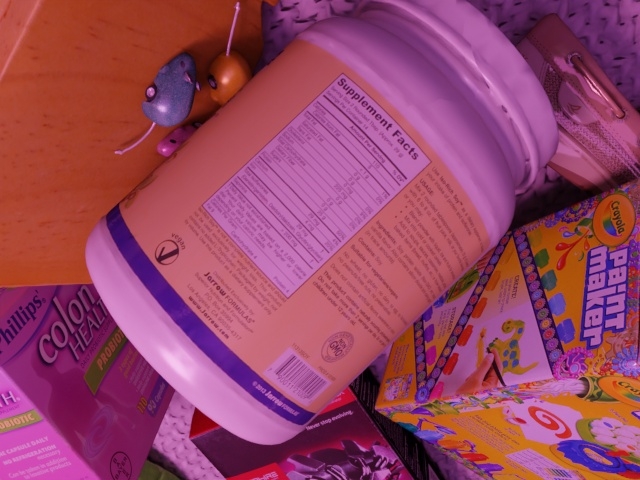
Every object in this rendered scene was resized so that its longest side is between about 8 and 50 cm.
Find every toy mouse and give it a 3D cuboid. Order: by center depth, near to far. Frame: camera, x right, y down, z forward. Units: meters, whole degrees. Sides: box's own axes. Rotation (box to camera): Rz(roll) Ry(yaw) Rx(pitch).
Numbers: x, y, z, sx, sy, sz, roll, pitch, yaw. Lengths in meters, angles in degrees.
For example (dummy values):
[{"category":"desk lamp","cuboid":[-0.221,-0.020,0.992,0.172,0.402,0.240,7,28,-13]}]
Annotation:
[{"category":"toy mouse","cuboid":[-0.113,-0.106,0.536,0.031,0.143,0.161,37,147,20]}]

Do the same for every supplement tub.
[{"category":"supplement tub","cuboid":[0.004,-0.027,0.513,0.331,0.241,0.241,-44,109,-2]}]

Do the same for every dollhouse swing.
[{"category":"dollhouse swing","cuboid":[-0.284,-0.186,0.518,0.305,0.315,0.347,36,101,20]}]

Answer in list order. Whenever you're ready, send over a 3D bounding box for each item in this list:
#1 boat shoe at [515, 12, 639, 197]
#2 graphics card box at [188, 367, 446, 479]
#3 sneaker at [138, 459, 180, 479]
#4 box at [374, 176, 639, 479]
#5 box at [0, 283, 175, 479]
[{"category":"boat shoe","cuboid":[0.312,-0.074,0.573,0.341,0.122,0.110,33,117,-11]},{"category":"graphics card box","cuboid":[0.022,0.321,0.833,0.232,0.094,0.371,-25,115,17]},{"category":"sneaker","cuboid":[-0.343,0.391,0.884,0.202,0.185,0.483,-25,112,37]},{"category":"box","cuboid":[0.264,0.135,0.588,0.290,0.177,0.279,36,145,-20]},{"category":"box","cuboid":[-0.298,0.157,0.703,0.117,0.214,0.243,-22,114,16]}]
